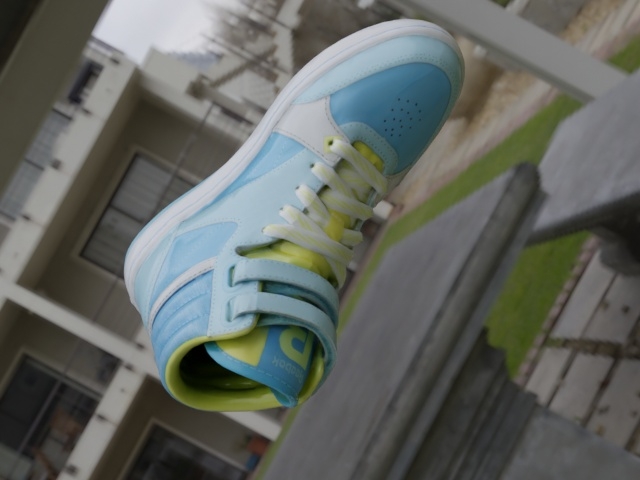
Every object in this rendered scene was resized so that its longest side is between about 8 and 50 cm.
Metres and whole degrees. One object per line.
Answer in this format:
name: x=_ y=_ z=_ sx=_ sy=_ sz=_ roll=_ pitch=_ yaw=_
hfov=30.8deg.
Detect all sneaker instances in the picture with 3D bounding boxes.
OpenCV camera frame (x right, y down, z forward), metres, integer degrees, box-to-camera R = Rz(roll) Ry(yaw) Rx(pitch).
sneaker: x=0.000 y=0.000 z=0.818 sx=0.319 sy=0.127 sz=0.208 roll=-44 pitch=33 yaw=15
